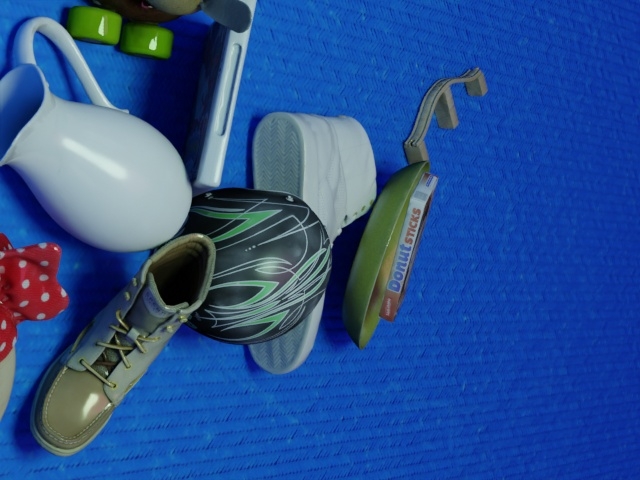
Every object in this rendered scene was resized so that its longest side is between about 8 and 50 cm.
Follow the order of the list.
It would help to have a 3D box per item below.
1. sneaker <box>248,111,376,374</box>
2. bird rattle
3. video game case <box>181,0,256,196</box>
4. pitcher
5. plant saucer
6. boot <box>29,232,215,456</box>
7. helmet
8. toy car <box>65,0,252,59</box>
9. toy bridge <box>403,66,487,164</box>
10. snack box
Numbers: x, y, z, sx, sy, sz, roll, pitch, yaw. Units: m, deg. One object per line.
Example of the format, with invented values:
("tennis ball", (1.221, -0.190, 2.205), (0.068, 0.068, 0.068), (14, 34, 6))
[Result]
("sneaker", (0.000, 0.000, 1.764), (0.169, 0.108, 0.292), (-8, 106, -55))
("bird rattle", (-0.326, 0.102, 1.345), (0.253, 0.143, 0.207), (-37, 139, -61))
("video game case", (-0.106, -0.138, 1.536), (0.023, 0.201, 0.183), (12, 86, -11))
("pitcher", (-0.213, -0.094, 1.438), (0.207, 0.125, 0.178), (34, 54, -41))
("plant saucer", (0.074, 0.012, 1.862), (0.241, 0.037, 0.241), (20, 90, -82))
("boot", (-0.184, 0.095, 1.464), (0.077, 0.165, 0.213), (39, 52, -7))
("helmet", (-0.073, 0.027, 1.610), (0.169, 0.161, 0.169), (-17, 110, -56))
("toy car", (-0.126, -0.251, 1.453), (0.149, 0.188, 0.155), (9, 90, -55))
("toy bridge", (0.162, -0.175, 2.027), (0.188, 0.026, 0.063), (-49, 133, -38))
("snack box", (0.103, 0.009, 1.832), (0.064, 0.022, 0.178), (-61, 168, -54))
